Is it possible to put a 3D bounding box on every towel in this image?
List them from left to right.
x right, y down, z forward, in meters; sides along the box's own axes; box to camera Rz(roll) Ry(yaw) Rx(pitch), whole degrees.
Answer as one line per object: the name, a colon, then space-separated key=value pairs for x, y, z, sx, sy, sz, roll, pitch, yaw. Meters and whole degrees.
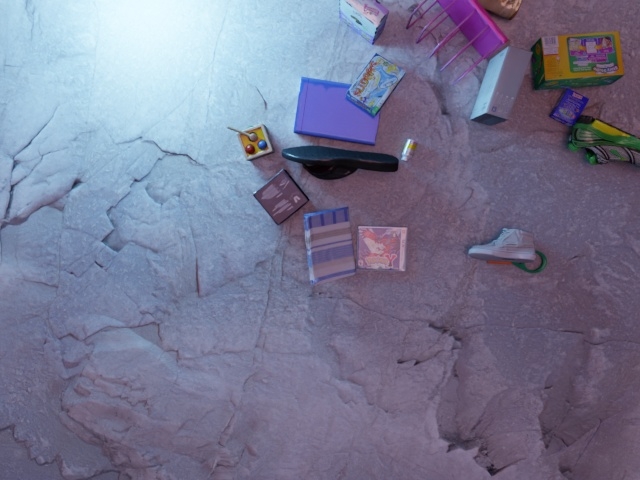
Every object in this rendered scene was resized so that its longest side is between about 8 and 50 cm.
towel: x=0.040 y=0.022 z=1.631 sx=0.209 sy=0.034 sz=0.285 roll=-12 pitch=101 yaw=-26

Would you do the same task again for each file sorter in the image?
file sorter: x=0.462 y=-0.724 z=1.461 sx=0.182 sy=0.202 sz=0.291 roll=-41 pitch=95 yaw=9

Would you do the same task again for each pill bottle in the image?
pill bottle: x=0.341 y=-0.347 z=1.603 sx=0.043 sy=0.043 sz=0.083 roll=20 pitch=99 yaw=-1

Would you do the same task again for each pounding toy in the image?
pounding toy: x=-0.264 y=-0.388 z=1.595 sx=0.130 sy=0.100 sz=0.141 roll=-19 pitch=98 yaw=5

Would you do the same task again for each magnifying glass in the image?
magnifying glass: x=0.785 y=0.082 z=1.661 sx=0.231 sy=0.026 sz=0.092 roll=2 pitch=99 yaw=0

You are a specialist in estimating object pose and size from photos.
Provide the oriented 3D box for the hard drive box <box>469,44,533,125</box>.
hard drive box: x=0.641 y=-0.547 z=1.490 sx=0.089 sy=0.181 sz=0.232 roll=16 pitch=100 yaw=0

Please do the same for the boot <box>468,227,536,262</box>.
boot: x=0.706 y=0.014 z=1.621 sx=0.258 sy=0.095 sz=0.123 roll=6 pitch=75 yaw=-2

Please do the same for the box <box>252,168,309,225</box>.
box: x=-0.151 y=-0.169 z=1.627 sx=0.156 sy=0.093 sz=0.158 roll=-38 pitch=94 yaw=7

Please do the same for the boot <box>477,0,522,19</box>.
boot: x=0.634 y=-0.946 z=1.476 sx=0.203 sy=0.095 sz=0.262 roll=15 pitch=103 yaw=1

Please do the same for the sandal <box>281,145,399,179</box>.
sandal: x=0.070 y=-0.281 z=1.573 sx=0.445 sy=0.167 sz=0.107 roll=7 pitch=117 yaw=2

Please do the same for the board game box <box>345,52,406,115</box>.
board game box: x=0.205 y=-0.579 z=1.541 sx=0.136 sy=0.035 sz=0.201 roll=34 pitch=82 yaw=5

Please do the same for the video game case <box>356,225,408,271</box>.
video game case: x=0.248 y=0.033 z=1.676 sx=0.201 sy=0.023 sz=0.183 roll=1 pitch=99 yaw=3

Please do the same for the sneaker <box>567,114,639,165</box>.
sneaker: x=1.082 y=-0.338 z=1.544 sx=0.343 sy=0.134 sz=0.146 roll=24 pitch=115 yaw=1

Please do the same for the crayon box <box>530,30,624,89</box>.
crayon box: x=0.922 y=-0.645 z=1.495 sx=0.278 sy=0.081 sz=0.165 roll=-3 pitch=85 yaw=2

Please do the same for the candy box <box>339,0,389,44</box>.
candy box: x=0.149 y=-0.798 z=1.465 sx=0.165 sy=0.196 sz=0.070 roll=38 pitch=99 yaw=-4

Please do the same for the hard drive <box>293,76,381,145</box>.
hard drive: x=0.069 y=-0.494 z=1.594 sx=0.318 sy=0.040 sz=0.210 roll=9 pitch=99 yaw=1

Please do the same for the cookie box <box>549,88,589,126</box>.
cookie box: x=0.930 y=-0.497 z=1.555 sx=0.092 sy=0.040 sz=0.107 roll=27 pitch=99 yaw=0
